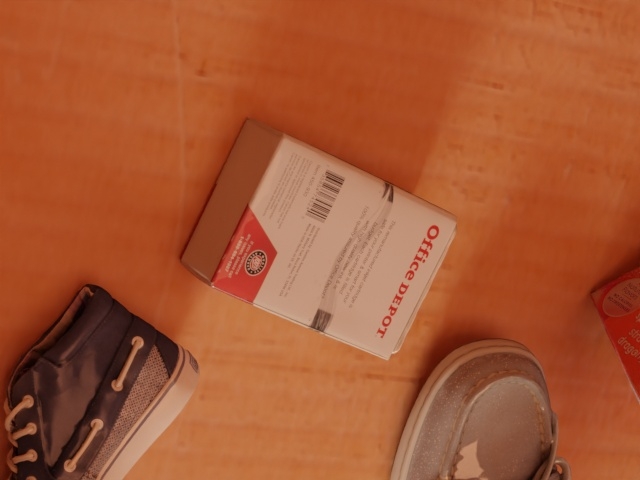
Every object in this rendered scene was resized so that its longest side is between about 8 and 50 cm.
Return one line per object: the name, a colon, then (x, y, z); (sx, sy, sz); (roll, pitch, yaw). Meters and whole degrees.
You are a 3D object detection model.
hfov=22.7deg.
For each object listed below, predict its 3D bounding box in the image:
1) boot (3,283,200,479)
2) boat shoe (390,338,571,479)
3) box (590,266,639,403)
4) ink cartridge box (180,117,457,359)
boot: (-0.158, 0.119, 0.911); (0.086, 0.069, 0.190); (42, 76, -23)
boat shoe: (0.111, 0.224, 1.052); (0.118, 0.103, 0.320); (1, 105, -28)
box: (0.322, 0.146, 1.086); (0.142, 0.154, 0.300); (-29, 118, 11)
ink cartridge box: (0.000, 0.000, 0.956); (0.135, 0.056, 0.099); (25, 93, -30)
